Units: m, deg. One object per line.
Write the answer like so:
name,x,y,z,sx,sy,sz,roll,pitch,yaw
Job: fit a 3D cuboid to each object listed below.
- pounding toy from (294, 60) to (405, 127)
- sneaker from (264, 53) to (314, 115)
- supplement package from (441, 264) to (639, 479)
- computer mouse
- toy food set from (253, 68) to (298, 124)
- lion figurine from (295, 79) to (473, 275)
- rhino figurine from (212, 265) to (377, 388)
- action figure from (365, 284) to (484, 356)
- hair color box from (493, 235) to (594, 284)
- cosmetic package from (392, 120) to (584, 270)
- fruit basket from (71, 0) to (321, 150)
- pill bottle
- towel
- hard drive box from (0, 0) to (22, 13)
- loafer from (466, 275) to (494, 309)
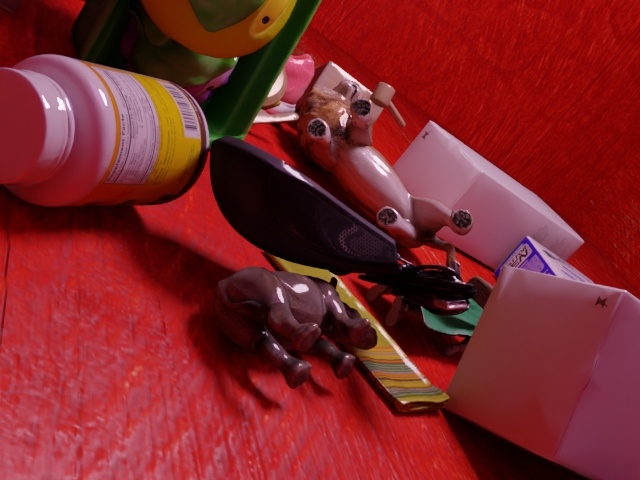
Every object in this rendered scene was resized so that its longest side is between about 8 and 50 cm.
pounding toy,0.056,-0.220,1.557,0.181,0.094,0.206,35,-12,-16
sneaker,-0.145,-0.328,1.436,0.314,0.136,0.116,34,16,-21
supplement package,0.311,0.172,0.956,0.293,0.177,0.175,31,-8,-31
computer mouse,0.000,0.000,0.832,0.272,0.072,0.188,33,-6,-27
toy food set,-0.114,-0.253,1.354,0.132,0.038,0.192,-6,69,-30
lion figurine,0.087,-0.090,1.367,0.392,0.142,0.240,58,-4,9
rhino figurine,-0.010,0.069,0.794,0.106,0.073,0.243,35,10,23
action figure,0.160,0.098,1.114,0.232,0.063,0.137,21,23,-39
hair color box,0.449,0.146,1.555,0.185,0.110,0.339,32,20,-22
cosmetic package,0.322,-0.060,1.732,0.365,0.155,0.197,26,21,-38
fruit basket,-0.106,-0.294,1.016,0.283,0.392,0.392,25,22,-42
pill bottle,-0.189,-0.086,0.728,0.117,0.117,0.215,44,17,14
towel,0.037,0.088,0.942,0.237,0.021,0.102,48,17,28
hard drive box,-0.433,-0.391,1.023,0.232,0.089,0.181,30,23,-32
loafer,0.281,0.108,1.368,0.050,0.056,0.148,16,28,-42
